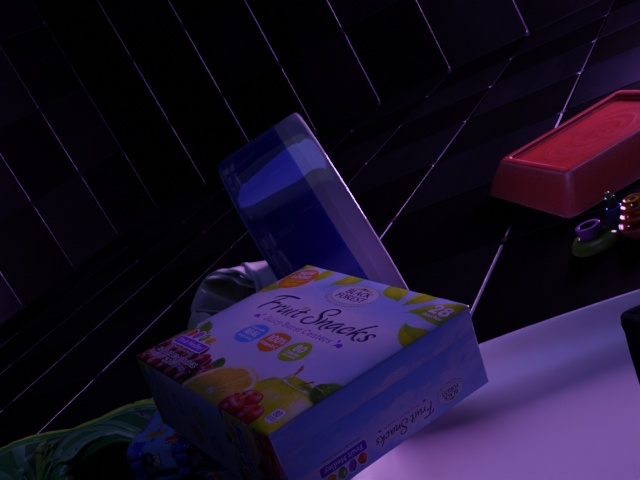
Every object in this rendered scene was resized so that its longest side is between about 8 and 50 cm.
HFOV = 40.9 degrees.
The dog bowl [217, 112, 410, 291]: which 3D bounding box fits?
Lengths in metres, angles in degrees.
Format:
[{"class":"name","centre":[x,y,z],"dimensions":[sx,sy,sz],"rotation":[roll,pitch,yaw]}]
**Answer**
[{"class":"dog bowl","centre":[0.000,0.000,0.933],"dimensions":[0.104,0.265,0.265],"rotation":[-32,13,2]}]

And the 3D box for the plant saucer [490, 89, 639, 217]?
[{"class":"plant saucer","centre":[0.366,-0.128,1.119],"dimensions":[0.259,0.047,0.258],"rotation":[-31,13,-4]}]

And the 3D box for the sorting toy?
[{"class":"sorting toy","centre":[0.299,-0.023,0.878],"dimensions":[0.102,0.042,0.061],"rotation":[-22,15,28]}]

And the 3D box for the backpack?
[{"class":"backpack","centre":[-0.053,0.174,0.732],"dimensions":[0.173,0.117,0.158],"rotation":[-17,19,32]}]

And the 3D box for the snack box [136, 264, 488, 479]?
[{"class":"snack box","centre":[-0.013,0.095,0.634],"dimensions":[0.174,0.070,0.207],"rotation":[-27,22,-27]}]

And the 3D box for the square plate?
[{"class":"square plate","centre":[0.173,0.120,0.517],"dimensions":[0.347,0.049,0.344],"rotation":[-21,11,8]}]

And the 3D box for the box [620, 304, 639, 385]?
[{"class":"box","centre":[0.317,-0.011,0.174],"dimensions":[0.395,0.097,0.318],"rotation":[-20,-1,-9]}]

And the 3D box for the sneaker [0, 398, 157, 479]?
[{"class":"sneaker","centre":[-0.272,0.255,0.891],"dimensions":[0.295,0.109,0.123],"rotation":[-27,10,7]}]

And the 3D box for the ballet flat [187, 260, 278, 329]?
[{"class":"ballet flat","centre":[-0.090,0.093,1.002],"dimensions":[0.139,0.139,0.400],"rotation":[-30,15,-2]}]
